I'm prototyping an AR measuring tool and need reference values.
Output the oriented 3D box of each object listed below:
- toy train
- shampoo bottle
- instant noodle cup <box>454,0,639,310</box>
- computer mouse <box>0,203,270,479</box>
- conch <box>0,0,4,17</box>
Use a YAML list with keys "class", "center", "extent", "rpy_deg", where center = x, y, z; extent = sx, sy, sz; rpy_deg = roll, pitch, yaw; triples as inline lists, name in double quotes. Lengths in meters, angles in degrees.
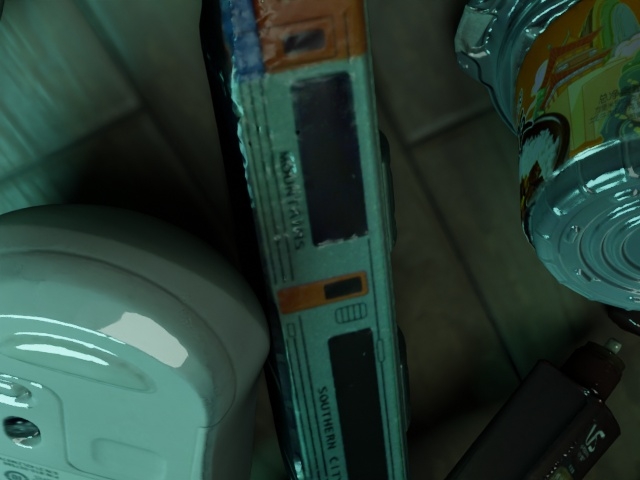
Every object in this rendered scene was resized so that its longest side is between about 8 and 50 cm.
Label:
- class: "toy train"
  center: [0.000, 0.000, 0.463]
  extent: [0.089, 0.086, 0.409]
  rpy_deg: [-12, 122, -8]
- class: "shampoo bottle"
  center: [0.138, 0.136, 0.534]
  extent: [0.236, 0.067, 0.068]
  rpy_deg: [-49, 152, -7]
- class: "instant noodle cup"
  center: [0.165, -0.044, 0.393]
  extent: [0.208, 0.125, 0.177]
  rpy_deg: [1, 146, 17]
- class: "computer mouse"
  center: [-0.124, 0.088, 0.488]
  extent: [0.184, 0.121, 0.296]
  rpy_deg: [10, 136, 2]
- class: "conch"
  center: [-0.249, -0.121, 0.357]
  extent: [0.221, 0.121, 0.184]
  rpy_deg: [-26, 91, 15]
